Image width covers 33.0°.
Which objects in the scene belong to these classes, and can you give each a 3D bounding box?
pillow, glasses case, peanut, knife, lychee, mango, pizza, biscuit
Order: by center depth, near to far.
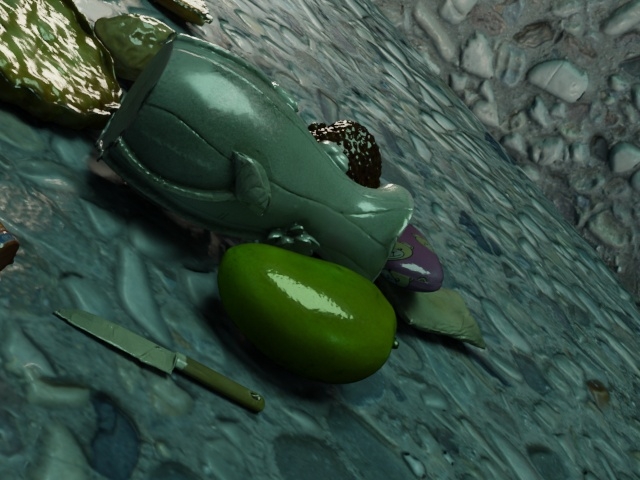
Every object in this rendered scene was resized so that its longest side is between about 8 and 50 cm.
[{"bbox_3d":[-0.183,0.142,1.276,0.298,0.017,0.047,33,31,-27],"label":"knife"},{"bbox_3d":[-0.015,0.105,1.458,0.273,0.149,0.185,20,27,-38],"label":"mango"},{"bbox_3d":[-0.436,-0.288,1.545,0.335,0.078,0.329,14,39,-51],"label":"biscuit"},{"bbox_3d":[-0.249,-0.285,1.802,0.298,0.120,0.136,26,23,-32],"label":"peanut"},{"bbox_3d":[0.017,-0.121,1.896,0.194,0.194,0.194,36,23,-18],"label":"lychee"},{"bbox_3d":[0.136,0.016,1.913,0.123,0.075,0.316,19,14,-11],"label":"glasses case"},{"bbox_3d":[0.196,0.122,1.928,0.230,0.050,0.148,17,25,-42],"label":"pillow"},{"bbox_3d":[-0.289,-0.505,2.217,0.185,0.052,0.195,35,27,-3],"label":"pizza"}]

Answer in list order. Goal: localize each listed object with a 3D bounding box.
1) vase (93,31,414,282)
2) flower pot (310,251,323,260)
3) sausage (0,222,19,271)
[{"bbox_3d":[-0.080,-0.097,1.555,0.445,0.250,0.250,31,25,-22],"label":"vase"},{"bbox_3d":[0.000,0.000,1.757,0.111,0.111,0.089,32,40,-28],"label":"flower pot"},{"bbox_3d":[-0.434,-0.069,1.150,0.274,0.074,0.074,46,22,8],"label":"sausage"}]
